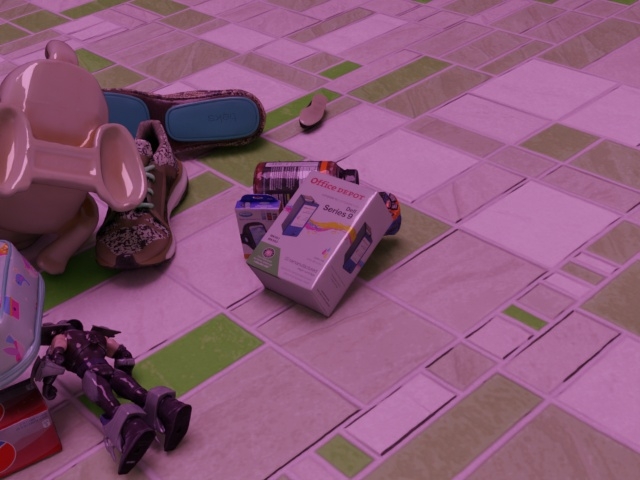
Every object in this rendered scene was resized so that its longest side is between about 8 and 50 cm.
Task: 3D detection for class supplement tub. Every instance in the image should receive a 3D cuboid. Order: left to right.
[{"bbox_3d":[-0.026,-0.102,1.760,0.198,0.106,0.106,0,34,8],"label":"supplement tub"}]

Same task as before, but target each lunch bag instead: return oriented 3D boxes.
[{"bbox_3d":[-0.527,0.141,1.274,0.279,0.108,0.224,-27,42,8],"label":"lunch bag"}]

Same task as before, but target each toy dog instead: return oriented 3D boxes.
[{"bbox_3d":[-0.550,-0.130,1.657,0.284,0.408,0.395,-3,69,-37],"label":"toy dog"}]

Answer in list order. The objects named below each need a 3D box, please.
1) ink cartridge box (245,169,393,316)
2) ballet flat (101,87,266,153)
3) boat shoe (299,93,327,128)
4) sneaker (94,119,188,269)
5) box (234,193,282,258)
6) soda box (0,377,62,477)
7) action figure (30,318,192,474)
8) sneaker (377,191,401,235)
[{"bbox_3d":[0.000,0.000,1.546,0.154,0.093,0.212,22,67,36],"label":"ink cartridge box"},{"bbox_3d":[-0.366,-0.256,2.014,0.482,0.164,0.182,-5,6,-15],"label":"ballet flat"},{"bbox_3d":[-0.019,-0.291,2.101,0.049,0.042,0.133,25,39,1],"label":"boat shoe"},{"bbox_3d":[-0.355,-0.097,1.733,0.158,0.182,0.410,-5,34,1],"label":"sneaker"},{"bbox_3d":[-0.105,-0.024,1.626,0.081,0.136,0.028,0,43,9],"label":"box"},{"bbox_3d":[-0.505,0.295,1.261,0.263,0.083,0.092,-23,36,-22],"label":"soda box"},{"bbox_3d":[-0.319,0.203,1.317,0.285,0.099,0.185,38,26,33],"label":"action figure"},{"bbox_3d":[0.048,-0.017,1.653,0.221,0.087,0.083,-11,53,19],"label":"sneaker"}]
